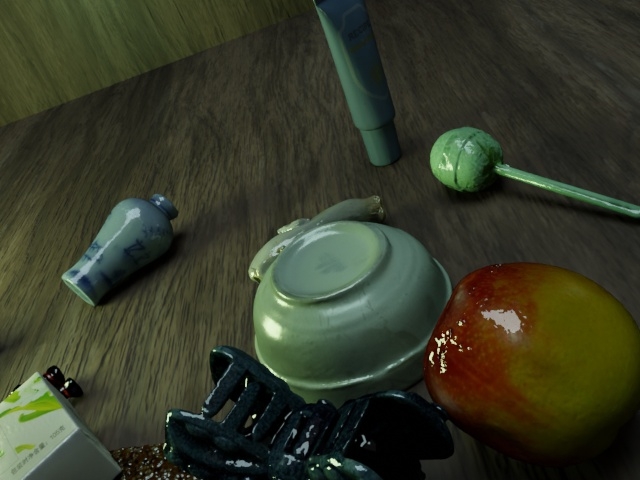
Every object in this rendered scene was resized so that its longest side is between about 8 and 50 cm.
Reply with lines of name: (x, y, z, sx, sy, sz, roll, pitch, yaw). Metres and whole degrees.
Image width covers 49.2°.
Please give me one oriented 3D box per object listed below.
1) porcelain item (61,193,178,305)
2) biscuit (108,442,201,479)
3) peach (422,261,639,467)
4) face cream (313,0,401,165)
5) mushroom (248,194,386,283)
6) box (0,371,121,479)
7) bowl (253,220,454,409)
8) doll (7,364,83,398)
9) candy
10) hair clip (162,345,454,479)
porcelain item: (-0.399, 0.011, 1.417, 0.141, 0.141, 0.259, 14, 54, 44)
biscuit: (-0.217, 0.323, 0.925, 0.236, 0.026, 0.131, -10, 32, 17)
peach: (0.225, 0.130, 0.751, 0.230, 0.231, 0.231, -16, 32, 10)
face cream: (0.081, -0.326, 1.370, 0.086, 0.385, 0.135, 11, 44, 40)
mushroom: (-0.002, -0.001, 1.211, 0.278, 0.096, 0.099, -34, 35, -18)
box: (-0.429, 0.333, 0.945, 0.260, 0.111, 0.194, -45, 36, -19)
bowl: (0.036, 0.082, 1.012, 0.307, 0.163, 0.307, -15, 35, 11)
doll: (-0.501, 0.295, 1.102, 0.127, 0.088, 0.248, -18, 15, 49)
candy: (0.366, -0.095, 1.138, 0.119, 0.119, 0.439, -40, 43, -26)
hair clip: (-0.012, 0.240, 0.756, 0.310, 0.206, 0.194, 8, 48, 33)
